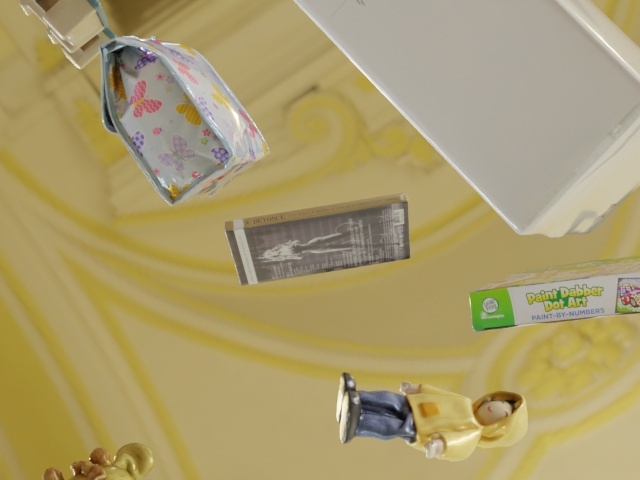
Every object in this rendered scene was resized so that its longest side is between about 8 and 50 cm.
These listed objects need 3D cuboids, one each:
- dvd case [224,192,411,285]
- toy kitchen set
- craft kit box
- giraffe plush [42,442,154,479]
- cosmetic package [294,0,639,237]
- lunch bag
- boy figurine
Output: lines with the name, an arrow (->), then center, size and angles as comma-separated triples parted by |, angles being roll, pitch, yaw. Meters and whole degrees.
dvd case -> 0.000, 0.000, 1.907 | 0.221, 0.164, 0.018 | -10, -115, 0
toy kitchen set -> -0.343, -0.348, 2.012 | 0.122, 0.207, 0.166 | -43, 171, -6
craft kit box -> 0.336, 0.059, 1.900 | 0.247, 0.061, 0.250 | -5, -176, 23
giraffe plush -> -0.175, 0.267, 1.284 | 0.181, 0.170, 0.210 | -1, 132, -53
cosmetic package -> 0.105, -0.216, 1.351 | 0.161, 0.453, 0.230 | -47, 164, 17
lunch bag -> -0.072, -0.062, 0.756 | 0.053, 0.083, 0.071 | -34, 179, 13
boy figurine -> 0.169, 0.262, 2.256 | 0.285, 0.092, 0.177 | 6, -154, -7
